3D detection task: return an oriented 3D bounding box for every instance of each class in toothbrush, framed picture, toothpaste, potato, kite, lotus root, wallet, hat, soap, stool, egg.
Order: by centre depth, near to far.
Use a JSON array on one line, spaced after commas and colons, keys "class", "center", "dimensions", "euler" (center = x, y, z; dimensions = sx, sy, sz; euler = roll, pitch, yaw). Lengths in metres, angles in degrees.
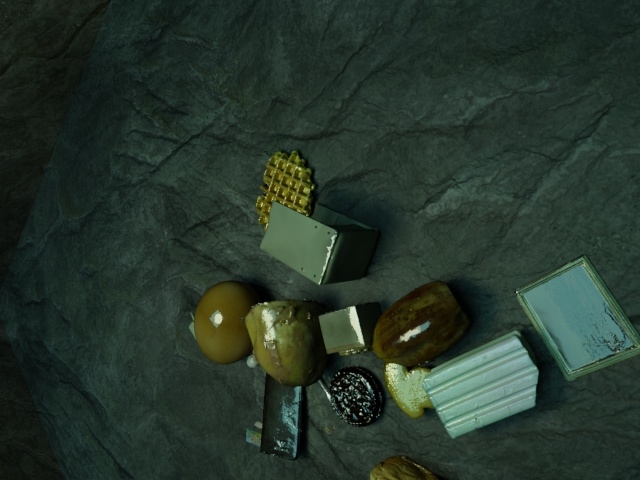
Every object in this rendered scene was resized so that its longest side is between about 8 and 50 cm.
[{"class": "framed picture", "center": [0.621, 0.190, 1.140], "dimensions": [0.197, 0.014, 0.253], "euler": [-37, 70, 31]}, {"class": "soap", "center": [0.426, 0.372, 1.219], "dimensions": [0.289, 0.095, 0.173], "euler": [-34, 78, 24]}, {"class": "lotus root", "center": [0.277, 0.247, 1.307], "dimensions": [0.291, 0.193, 0.193], "euler": [-38, 69, 21]}, {"class": "stool", "center": [0.000, 0.000, 1.453], "dimensions": [0.269, 0.243, 0.171], "euler": [27, 106, 33]}, {"class": "potato", "center": [-0.099, 0.345, 1.501], "dimensions": [0.301, 0.288, 0.238], "euler": [-41, 50, 46]}, {"class": "kite", "center": [0.015, 0.637, 1.604], "dimensions": [0.078, 0.002, 0.044], "euler": [11, 97, 35]}, {"class": "toothbrush", "center": [-0.021, 0.452, 1.616], "dimensions": [0.018, 0.024, 0.257], "euler": [-41, 66, 8]}, {"class": "wallet", "center": [-0.137, 0.603, 1.663], "dimensions": [0.172, 0.045, 0.319], "euler": [-1, 80, 33]}, {"class": "hat", "center": [-0.211, 0.409, 1.699], "dimensions": [0.162, 0.112, 0.094], "euler": [-30, 69, 34]}, {"class": "egg", "center": [-0.332, 0.300, 1.701], "dimensions": [0.250, 0.250, 0.323], "euler": [30, 114, 32]}, {"class": "toothpaste", "center": [-0.192, 0.728, 1.732], "dimensions": [0.193, 0.044, 0.071], "euler": [4, 93, 36]}]

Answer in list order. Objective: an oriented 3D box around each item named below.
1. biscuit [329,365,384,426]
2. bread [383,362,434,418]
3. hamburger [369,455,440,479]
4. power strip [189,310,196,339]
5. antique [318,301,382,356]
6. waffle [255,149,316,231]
[{"class": "biscuit", "center": [0.112, 0.498, 1.497], "dimensions": [0.194, 0.053, 0.195], "euler": [0, 90, 36]}, {"class": "bread", "center": [0.272, 0.413, 1.377], "dimensions": [0.149, 0.065, 0.188], "euler": [-41, 70, 20]}, {"class": "hamburger", "center": [0.241, 0.701, 1.319], "dimensions": [0.213, 0.213, 0.108], "euler": [15, 98, 35]}, {"class": "power strip", "center": [-0.492, 0.361, 1.928], "dimensions": [0.175, 0.075, 0.042], "euler": [51, 120, 24]}, {"class": "antique", "center": [0.103, 0.274, 1.441], "dimensions": [0.146, 0.151, 0.148], "euler": [-22, 75, 33]}, {"class": "waffle", "center": [-0.136, -0.163, 1.664], "dimensions": [0.283, 0.065, 0.310], "euler": [-24, 76, 34]}]
